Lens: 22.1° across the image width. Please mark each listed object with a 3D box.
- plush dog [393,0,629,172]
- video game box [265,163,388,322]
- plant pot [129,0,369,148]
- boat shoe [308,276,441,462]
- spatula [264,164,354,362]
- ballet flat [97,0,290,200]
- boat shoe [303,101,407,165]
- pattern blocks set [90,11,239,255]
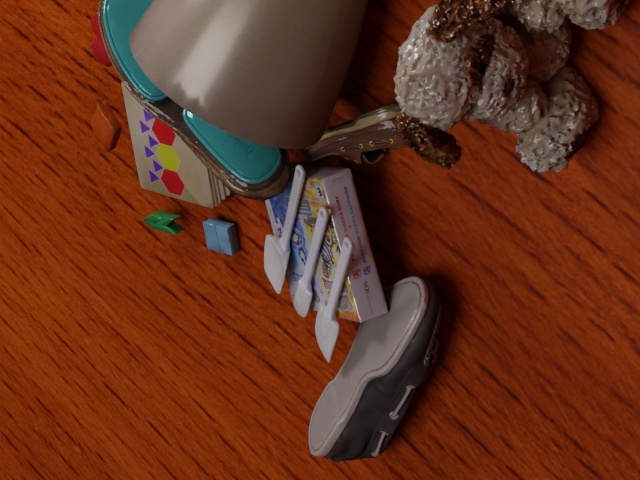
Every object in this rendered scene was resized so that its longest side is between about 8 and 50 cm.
[{"bbox_3d":[0.167,-0.197,1.676,0.210,0.225,0.262,35,132,30],"label":"plush dog"},{"bbox_3d":[0.000,0.000,2.049,0.205,0.048,0.187,8,118,65],"label":"video game box"},{"bbox_3d":[-0.046,-0.291,1.875,0.256,0.256,0.274,43,118,24],"label":"plant pot"},{"bbox_3d":[0.088,0.165,2.063,0.112,0.095,0.335,-99,30,-42],"label":"boat shoe"},{"bbox_3d":[-0.016,0.025,2.020,0.168,0.019,0.242,58,155,29],"label":"spatula"},{"bbox_3d":[-0.158,-0.174,2.049,0.342,0.116,0.124,46,168,15],"label":"ballet flat"},{"bbox_3d":[0.046,-0.117,1.970,0.178,0.064,0.060,-19,93,47],"label":"boat shoe"},{"bbox_3d":[-0.199,-0.139,2.213,0.285,0.026,0.325,24,132,28],"label":"pattern blocks set"}]
